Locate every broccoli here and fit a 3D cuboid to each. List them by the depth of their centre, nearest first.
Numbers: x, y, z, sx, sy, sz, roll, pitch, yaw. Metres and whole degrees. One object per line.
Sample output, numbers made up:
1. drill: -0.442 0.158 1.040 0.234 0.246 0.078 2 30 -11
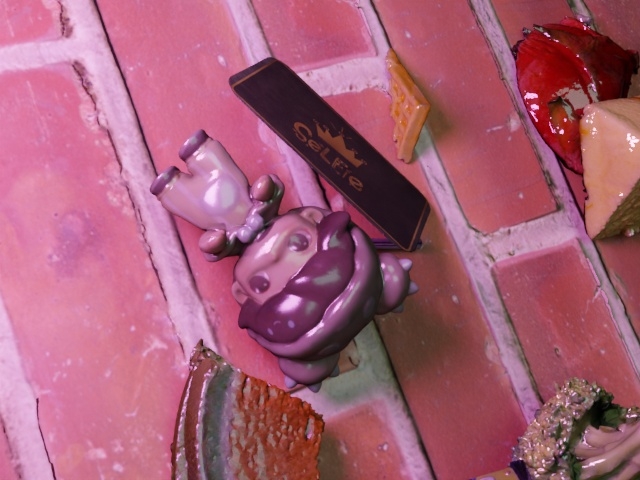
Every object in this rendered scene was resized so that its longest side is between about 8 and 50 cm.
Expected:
1. broccoli: 0.414 0.339 1.168 0.236 0.259 0.288 14 38 25

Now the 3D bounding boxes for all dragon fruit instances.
1. dragon fruit: 0.498 -0.306 1.483 0.282 0.100 0.343 26 64 -7

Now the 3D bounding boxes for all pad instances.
1. pad: 0.035 -0.147 1.167 0.375 0.063 0.315 42 28 -5

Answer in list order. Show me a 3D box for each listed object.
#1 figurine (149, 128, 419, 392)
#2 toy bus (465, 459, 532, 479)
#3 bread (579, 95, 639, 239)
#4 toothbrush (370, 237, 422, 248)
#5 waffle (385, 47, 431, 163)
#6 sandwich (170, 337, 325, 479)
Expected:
1. figurine: -0.066 0.018 1.081 0.381 0.203 0.248 43 89 -7
2. toy bus: 0.241 0.443 1.015 0.175 0.138 0.287 -17 118 9
3. bread: 0.586 -0.137 1.426 0.264 0.236 0.198 -13 45 -26
4. toothbrush: 0.000 0.000 1.220 0.354 0.024 0.029 0 65 -21
5. waffle: 0.133 -0.240 1.361 0.032 0.125 0.191 0 40 -20
6. sandwich: -0.101 0.289 1.038 0.212 0.109 0.291 19 67 -15
